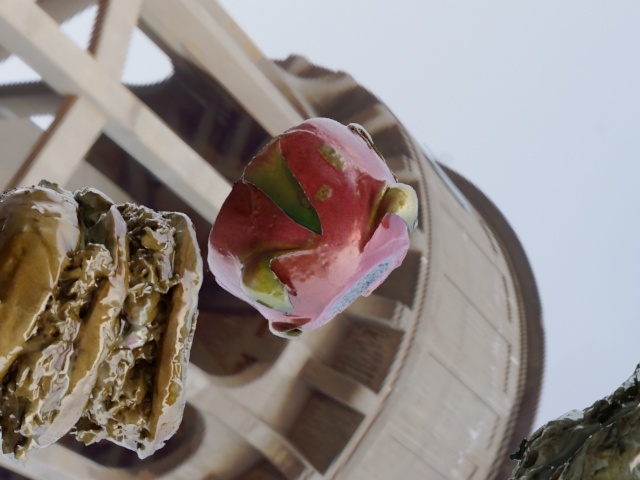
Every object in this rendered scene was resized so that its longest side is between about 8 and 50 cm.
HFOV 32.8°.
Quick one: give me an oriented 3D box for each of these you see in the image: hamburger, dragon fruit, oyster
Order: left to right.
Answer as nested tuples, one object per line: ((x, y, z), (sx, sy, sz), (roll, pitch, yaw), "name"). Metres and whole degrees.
((-0.212, 0.071, 0.901), (0.245, 0.211, 0.260), (-51, -147, 38), "hamburger")
((0.000, 0.000, 1.413), (0.189, 0.290, 0.290), (43, -89, 20), "dragon fruit")
((0.210, 0.202, 0.788), (0.158, 0.162, 0.351), (1, -139, 48), "oyster")
